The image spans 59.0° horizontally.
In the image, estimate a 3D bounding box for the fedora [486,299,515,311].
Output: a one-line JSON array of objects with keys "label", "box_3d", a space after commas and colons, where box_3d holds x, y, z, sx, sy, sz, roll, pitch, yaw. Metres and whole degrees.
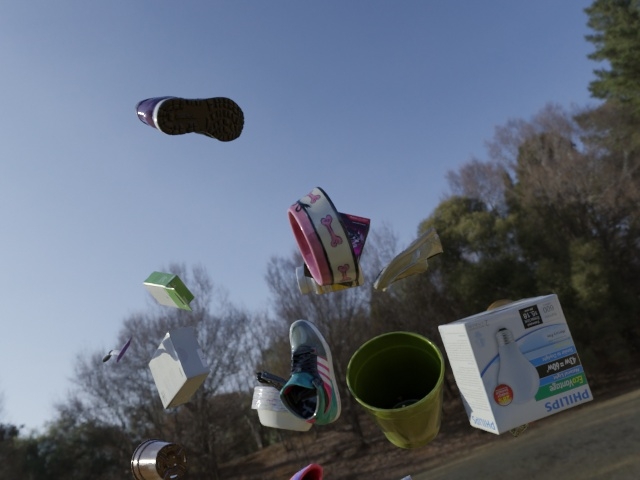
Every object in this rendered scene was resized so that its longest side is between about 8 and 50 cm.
[{"label": "fedora", "box_3d": [0.684, 0.316, 2.096, 0.194, 0.194, 0.079, -18, -6, -4]}]

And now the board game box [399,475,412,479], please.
[{"label": "board game box", "box_3d": [0.330, 0.984, 2.267, 0.090, 0.020, 0.090, -26, -44, -1]}]

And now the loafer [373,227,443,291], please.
[{"label": "loafer", "box_3d": [0.272, 0.069, 1.699, 0.268, 0.092, 0.102, -40, -8, -16]}]

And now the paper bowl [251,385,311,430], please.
[{"label": "paper bowl", "box_3d": [-0.131, 0.667, 2.233, 0.284, 0.148, 0.284, 7, -17, 2]}]

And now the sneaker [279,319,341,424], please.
[{"label": "sneaker", "box_3d": [-0.047, 0.359, 1.528, 0.123, 0.296, 0.178, -24, -15, 20]}]

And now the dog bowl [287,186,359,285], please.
[{"label": "dog bowl", "box_3d": [0.000, 0.000, 2.254, 0.150, 0.408, 0.408, -23, -21, -10]}]

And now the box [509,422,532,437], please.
[{"label": "box", "box_3d": [0.718, 0.661, 2.079, 0.094, 0.027, 0.137, -45, -57, 5]}]

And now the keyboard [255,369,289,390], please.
[{"label": "keyboard", "box_3d": [-0.086, 0.472, 1.741, 0.201, 0.033, 0.317, 11, -26, 38]}]

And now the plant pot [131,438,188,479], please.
[{"label": "plant pot", "box_3d": [-0.574, 0.803, 2.053, 0.167, 0.167, 0.165, 1, -19, -42]}]

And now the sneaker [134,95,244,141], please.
[{"label": "sneaker", "box_3d": [-0.312, -0.308, 1.370, 0.124, 0.107, 0.283, 20, 15, 34]}]

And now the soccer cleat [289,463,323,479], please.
[{"label": "soccer cleat", "box_3d": [-0.050, 0.647, 1.279, 0.116, 0.108, 0.318, -56, 8, 21]}]

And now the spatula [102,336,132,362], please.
[{"label": "spatula", "box_3d": [-0.706, 0.388, 1.944, 0.030, 0.084, 0.296, 41, -35, -18]}]

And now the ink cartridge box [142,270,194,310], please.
[{"label": "ink cartridge box", "box_3d": [-0.498, 0.170, 1.908, 0.209, 0.109, 0.062, 3, 44, 45]}]

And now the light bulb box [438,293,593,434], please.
[{"label": "light bulb box", "box_3d": [0.644, 0.406, 1.896, 0.357, 0.361, 0.225, -16, -7, -11]}]

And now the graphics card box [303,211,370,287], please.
[{"label": "graphics card box", "box_3d": [0.081, 0.028, 2.628, 0.232, 0.371, 0.094, 14, -38, 10]}]

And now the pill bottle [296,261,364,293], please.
[{"label": "pill bottle", "box_3d": [0.050, 0.176, 2.952, 0.333, 0.188, 0.188, -12, -21, 4]}]

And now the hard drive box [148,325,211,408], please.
[{"label": "hard drive box", "box_3d": [-0.480, 0.431, 1.907, 0.089, 0.181, 0.232, -7, -32, -41]}]

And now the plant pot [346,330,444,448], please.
[{"label": "plant pot", "box_3d": [0.323, 0.607, 2.189, 0.366, 0.366, 0.353, -20, -54, 1]}]
